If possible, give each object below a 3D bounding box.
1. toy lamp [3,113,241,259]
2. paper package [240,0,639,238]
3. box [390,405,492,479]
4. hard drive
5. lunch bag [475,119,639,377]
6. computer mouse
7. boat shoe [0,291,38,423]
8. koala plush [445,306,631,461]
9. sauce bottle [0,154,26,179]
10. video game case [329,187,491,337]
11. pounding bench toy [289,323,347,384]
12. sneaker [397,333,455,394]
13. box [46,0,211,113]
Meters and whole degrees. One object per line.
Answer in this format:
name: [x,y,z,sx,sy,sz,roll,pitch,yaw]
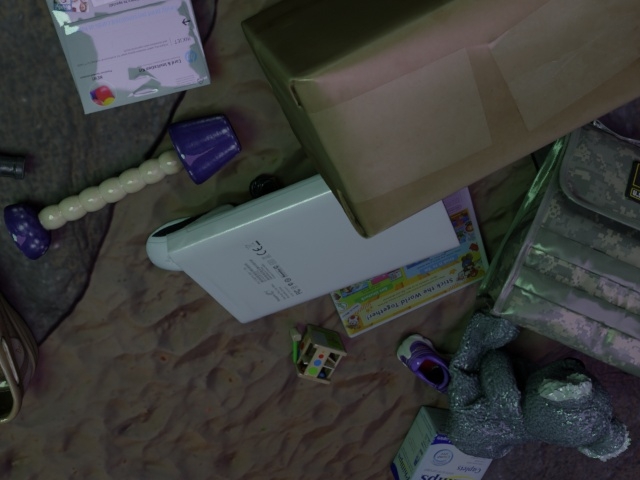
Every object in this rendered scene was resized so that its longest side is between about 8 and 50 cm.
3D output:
toy lamp: [-0.223,-0.067,0.844,0.275,0.080,0.080,-26,121,-2]
paper package: [0.115,-0.193,0.733,0.325,0.309,0.168,-28,119,0]
box: [0.202,0.350,1.186,0.126,0.072,0.137,13,114,-21]
hard drive: [0.000,0.000,0.888,0.308,0.040,0.203,-21,145,11]
lunch bag: [0.377,0.004,0.958,0.235,0.169,0.287,24,94,2]
computer mouse: [-0.125,-0.006,0.924,0.193,0.042,0.106,-23,122,-2]
boat shoe: [-0.435,0.067,0.839,0.122,0.110,0.341,-26,121,-1]
koala plush: [0.307,0.228,1.026,0.196,0.221,0.203,52,59,-32]
sauce bottle: [-0.395,-0.088,0.807,0.128,0.042,0.042,5,116,-16]
video game case: [0.109,0.010,1.007,0.227,0.026,0.206,-24,121,-3]
pounding bench toy: [-0.018,0.160,1.036,0.083,0.052,0.065,19,111,-23]
sneaker: [0.186,0.209,1.107,0.170,0.071,0.068,30,107,-27]
box: [-0.209,-0.242,0.777,0.145,0.038,0.186,-16,119,-6]
